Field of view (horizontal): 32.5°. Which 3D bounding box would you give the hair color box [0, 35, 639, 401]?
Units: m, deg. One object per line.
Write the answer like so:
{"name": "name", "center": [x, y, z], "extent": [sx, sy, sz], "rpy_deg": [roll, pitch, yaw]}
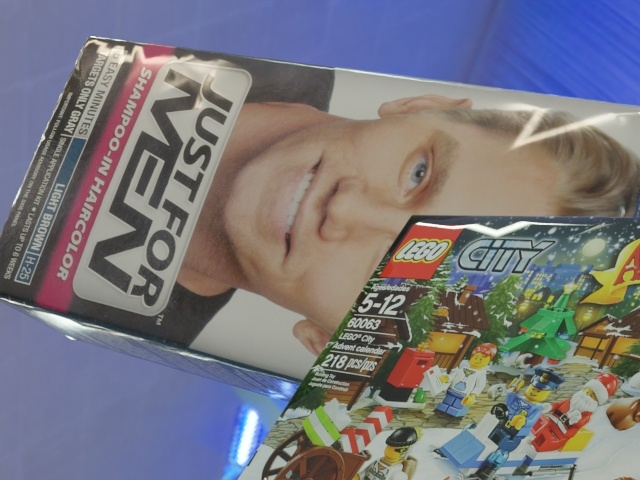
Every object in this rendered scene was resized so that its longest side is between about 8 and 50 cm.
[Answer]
{"name": "hair color box", "center": [0.000, 0.000, 0.604], "extent": [0.105, 0.347, 0.174], "rpy_deg": [44, -119, -59]}

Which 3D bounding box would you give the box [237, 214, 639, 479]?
{"name": "box", "center": [0.085, 0.064, 0.366], "extent": [0.044, 0.233, 0.159], "rpy_deg": [49, -119, -30]}
